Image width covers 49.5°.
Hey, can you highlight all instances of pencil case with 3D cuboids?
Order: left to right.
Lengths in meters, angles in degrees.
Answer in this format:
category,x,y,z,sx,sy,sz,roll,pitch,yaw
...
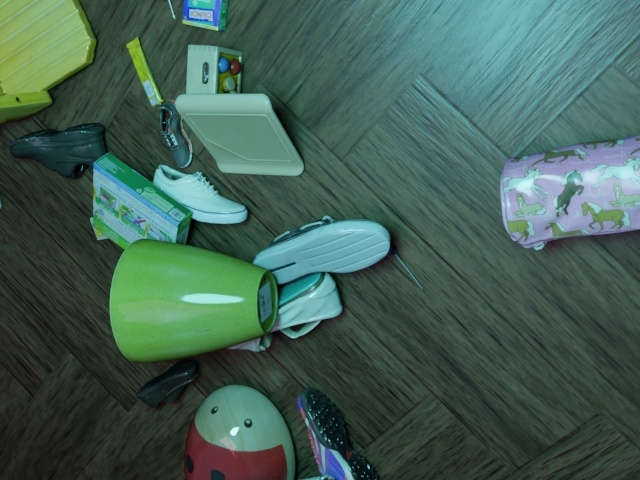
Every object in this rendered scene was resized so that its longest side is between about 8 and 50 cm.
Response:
category,x,y,z,sx,sy,sz,roll,pitch,yaw
pencil case,0.519,-0.090,1.221,0.385,0.160,0.167,-8,132,25

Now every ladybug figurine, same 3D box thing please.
category,x,y,z,sx,sy,sz,roll,pitch,yaw
ladybug figurine,-0.222,0.588,1.762,0.304,0.162,0.450,11,111,20

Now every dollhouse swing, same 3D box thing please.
category,x,y,z,sx,sy,sz,roll,pitch,yaw
dollhouse swing,-0.755,-0.478,1.577,0.304,0.315,0.347,-21,93,37

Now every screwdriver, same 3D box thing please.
category,x,y,z,sx,sy,sz,roll,pitch,yaw
screwdriver,0.170,0.038,1.497,0.024,0.025,0.170,-37,99,28

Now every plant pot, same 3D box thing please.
category,x,y,z,sx,sy,sz,roll,pitch,yaw
plant pot,-0.250,0.133,1.495,0.293,0.275,0.275,0,107,16

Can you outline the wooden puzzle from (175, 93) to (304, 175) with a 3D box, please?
category,x,y,z,sx,sy,sz,roll,pitch,yaw
wooden puzzle,-0.165,-0.228,1.479,0.220,0.044,0.239,5,149,22

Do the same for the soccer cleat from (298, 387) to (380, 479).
category,x,y,z,sx,sy,sz,roll,pitch,yaw
soccer cleat,0.020,0.503,1.665,0.116,0.108,0.318,-29,96,32

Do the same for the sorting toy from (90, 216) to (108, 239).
category,x,y,z,sx,sy,sz,roll,pitch,yaw
sorting toy,-0.555,-0.035,1.786,0.083,0.012,0.062,-8,103,26

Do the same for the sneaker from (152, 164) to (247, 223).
category,x,y,z,sx,sy,sz,roll,pitch,yaw
sneaker,-0.285,-0.108,1.599,0.258,0.094,0.091,17,115,17

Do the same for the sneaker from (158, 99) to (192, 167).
category,x,y,z,sx,sy,sz,roll,pitch,yaw
sneaker,-0.345,-0.242,1.597,0.061,0.065,0.158,-7,104,25

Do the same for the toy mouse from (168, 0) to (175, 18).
category,x,y,z,sx,sy,sz,roll,pitch,yaw
toy mouse,-0.327,-0.589,1.493,0.143,0.031,0.161,-37,90,29

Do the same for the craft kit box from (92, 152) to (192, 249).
category,x,y,z,sx,sy,sz,roll,pitch,yaw
craft kit box,-0.430,-0.050,1.648,0.249,0.061,0.247,35,139,7

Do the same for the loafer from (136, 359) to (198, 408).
category,x,y,z,sx,sy,sz,roll,pitch,yaw
loafer,-0.388,0.381,1.823,0.220,0.080,0.078,-30,103,34

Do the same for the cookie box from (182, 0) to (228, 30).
category,x,y,z,sx,sy,sz,roll,pitch,yaw
cookie box,-0.243,-0.509,1.478,0.091,0.040,0.107,16,113,17

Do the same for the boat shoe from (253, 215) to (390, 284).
category,x,y,z,sx,sy,sz,roll,pitch,yaw
boat shoe,0.000,0.000,1.493,0.335,0.119,0.121,-12,127,29

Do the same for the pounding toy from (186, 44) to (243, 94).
category,x,y,z,sx,sy,sz,roll,pitch,yaw
pounding toy,-0.209,-0.337,1.481,0.100,0.130,0.141,9,102,21

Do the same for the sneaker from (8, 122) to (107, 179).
category,x,y,z,sx,sy,sz,roll,pitch,yaw
sneaker,-0.653,-0.213,1.722,0.286,0.109,0.130,0,113,26

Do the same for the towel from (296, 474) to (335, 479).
category,x,y,z,sx,sy,sz,roll,pitch,yaw
towel,-0.103,0.689,1.687,0.324,0.056,0.312,-13,131,-2

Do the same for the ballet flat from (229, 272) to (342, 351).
category,x,y,z,sx,sy,sz,roll,pitch,yaw
ballet flat,-0.120,0.190,1.618,0.400,0.139,0.139,-24,96,27

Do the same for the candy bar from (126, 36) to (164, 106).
category,x,y,z,sx,sy,sz,roll,pitch,yaw
candy bar,-0.405,-0.385,1.602,0.040,0.018,0.162,-16,100,31
